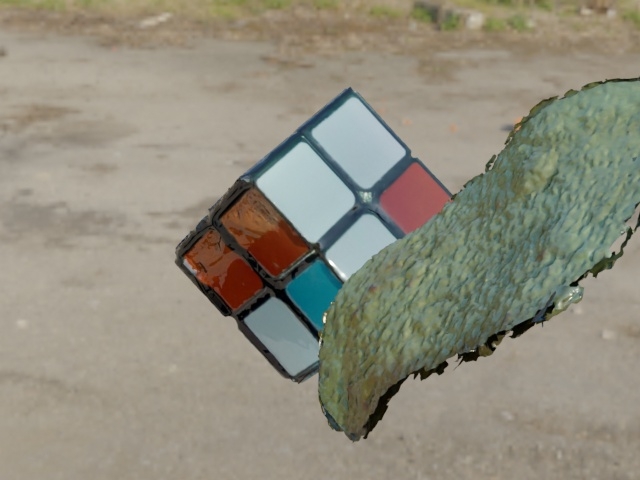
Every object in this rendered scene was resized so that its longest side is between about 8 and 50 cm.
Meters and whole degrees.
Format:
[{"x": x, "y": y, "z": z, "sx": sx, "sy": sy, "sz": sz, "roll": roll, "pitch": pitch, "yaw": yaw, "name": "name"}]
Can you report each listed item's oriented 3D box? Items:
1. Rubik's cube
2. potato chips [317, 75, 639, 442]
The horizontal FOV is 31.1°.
[{"x": 0.001, "y": 0.000, "z": 1.065, "sx": 0.167, "sy": 0.180, "sz": 0.183, "roll": -44, "pitch": 0, "yaw": -37, "name": "Rubik's cube"}, {"x": 0.068, "y": 0.009, "z": 0.477, "sx": 0.026, "sy": 0.209, "sz": 0.142, "roll": 35, "pitch": 11, "yaw": -22, "name": "potato chips"}]
